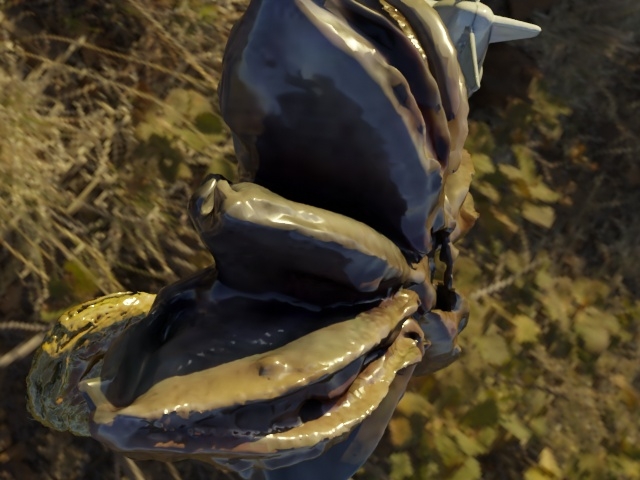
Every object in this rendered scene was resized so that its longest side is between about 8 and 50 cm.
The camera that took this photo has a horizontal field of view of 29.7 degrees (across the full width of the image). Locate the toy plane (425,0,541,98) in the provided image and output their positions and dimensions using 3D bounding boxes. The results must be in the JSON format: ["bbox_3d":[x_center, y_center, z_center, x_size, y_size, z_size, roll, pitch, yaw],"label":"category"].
[{"bbox_3d":[0.097,-0.154,0.985,0.101,0.255,0.251,13,82,-7],"label":"toy plane"}]

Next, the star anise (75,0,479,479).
[{"bbox_3d":[0.000,0.000,0.421,0.236,0.093,0.229,-59,152,-46],"label":"star anise"}]

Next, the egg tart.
[{"bbox_3d":[-0.153,0.082,0.840,0.130,0.052,0.130,-27,140,-25],"label":"egg tart"}]
